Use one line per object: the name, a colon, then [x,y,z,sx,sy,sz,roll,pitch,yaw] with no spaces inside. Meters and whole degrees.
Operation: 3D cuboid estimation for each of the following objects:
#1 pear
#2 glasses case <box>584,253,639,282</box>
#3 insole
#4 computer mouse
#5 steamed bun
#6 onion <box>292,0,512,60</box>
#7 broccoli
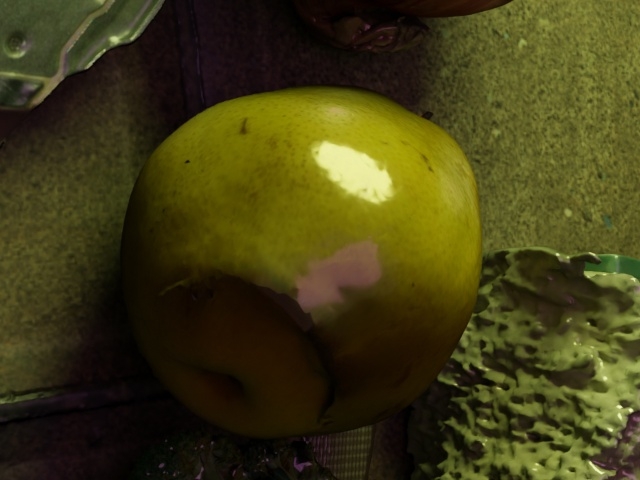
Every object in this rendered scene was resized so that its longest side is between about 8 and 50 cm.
pear: [-0.010,-0.005,1.023,0.285,0.285,0.336,25,56,-26]
glasses case: [0.343,0.052,1.331,0.184,0.078,0.039,14,80,-29]
insole: [0.015,0.198,1.158,0.086,0.005,0.253,6,81,-30]
computer mouse: [-0.247,-0.199,0.995,0.199,0.115,0.389,45,74,-30]
steamed bun: [0.200,0.173,1.128,0.273,0.290,0.272,32,82,-32]
onion: [0.080,-0.348,1.096,0.353,0.353,0.354,4,81,-31]
broccoli: [-0.030,0.249,0.979,0.269,0.269,0.254,-50,119,-26]
